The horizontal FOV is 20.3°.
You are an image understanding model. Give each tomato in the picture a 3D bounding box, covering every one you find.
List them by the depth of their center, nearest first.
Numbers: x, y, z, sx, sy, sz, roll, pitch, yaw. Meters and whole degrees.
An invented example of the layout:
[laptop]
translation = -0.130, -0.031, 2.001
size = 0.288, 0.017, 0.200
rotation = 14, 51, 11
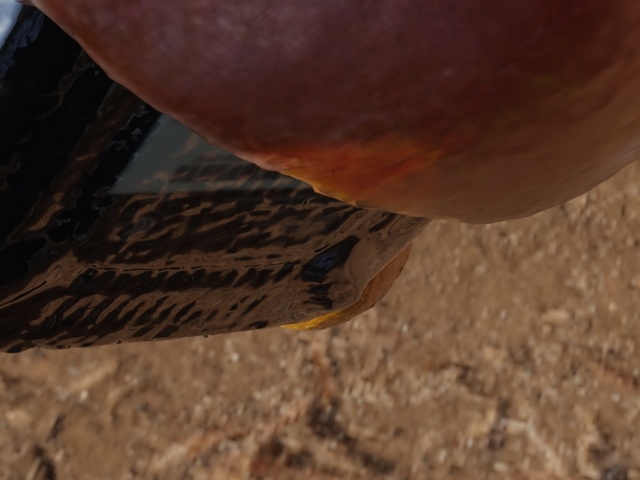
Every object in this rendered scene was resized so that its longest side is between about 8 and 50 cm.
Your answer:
[tomato]
translation = 0.046, -0.175, 0.527
size = 0.143, 0.338, 0.338
rotation = -20, 120, 42

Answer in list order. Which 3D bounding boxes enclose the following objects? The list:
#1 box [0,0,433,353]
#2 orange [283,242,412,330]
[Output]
[box]
translation = -0.030, -0.078, 0.802
size = 0.359, 0.091, 0.350
rotation = -2, 144, -43
[orange]
translation = 0.001, 0.000, 1.200
size = 0.117, 0.135, 0.135
rotation = 31, 130, -4
